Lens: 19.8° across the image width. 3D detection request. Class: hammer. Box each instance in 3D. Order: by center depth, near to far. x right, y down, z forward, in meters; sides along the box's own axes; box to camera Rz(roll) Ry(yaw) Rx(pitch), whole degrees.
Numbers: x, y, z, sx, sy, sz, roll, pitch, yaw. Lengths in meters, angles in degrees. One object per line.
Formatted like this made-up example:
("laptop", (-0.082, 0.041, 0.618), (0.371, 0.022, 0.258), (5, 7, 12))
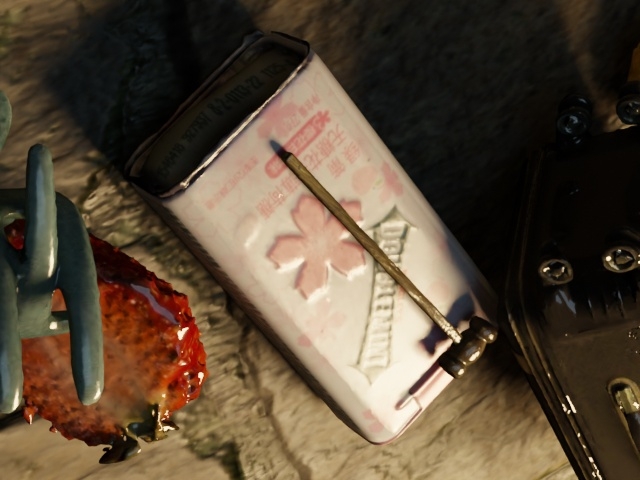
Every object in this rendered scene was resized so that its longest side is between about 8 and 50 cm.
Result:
("hammer", (0.057, 0.016, 1.591), (0.058, 0.029, 0.292), (-50, 123, -10))

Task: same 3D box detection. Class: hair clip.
("hair clip", (-0.329, 0.026, 1.277), (0.318, 0.238, 0.392), (-3, 96, -28))

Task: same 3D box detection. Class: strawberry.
("strawberry", (-0.188, 0.062, 1.535), (0.175, 0.106, 0.236), (-10, 116, 9))

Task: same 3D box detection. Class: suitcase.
("suitcase", (0.308, 0.096, 1.761), (0.434, 0.194, 0.283), (59, 30, -34))

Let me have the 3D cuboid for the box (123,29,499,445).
("box", (0.000, 0.000, 1.630), (0.190, 0.112, 0.369), (-46, 123, -12))

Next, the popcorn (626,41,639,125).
("popcorn", (0.388, -0.145, 1.798), (0.170, 0.180, 0.180), (-3, 111, -3))
